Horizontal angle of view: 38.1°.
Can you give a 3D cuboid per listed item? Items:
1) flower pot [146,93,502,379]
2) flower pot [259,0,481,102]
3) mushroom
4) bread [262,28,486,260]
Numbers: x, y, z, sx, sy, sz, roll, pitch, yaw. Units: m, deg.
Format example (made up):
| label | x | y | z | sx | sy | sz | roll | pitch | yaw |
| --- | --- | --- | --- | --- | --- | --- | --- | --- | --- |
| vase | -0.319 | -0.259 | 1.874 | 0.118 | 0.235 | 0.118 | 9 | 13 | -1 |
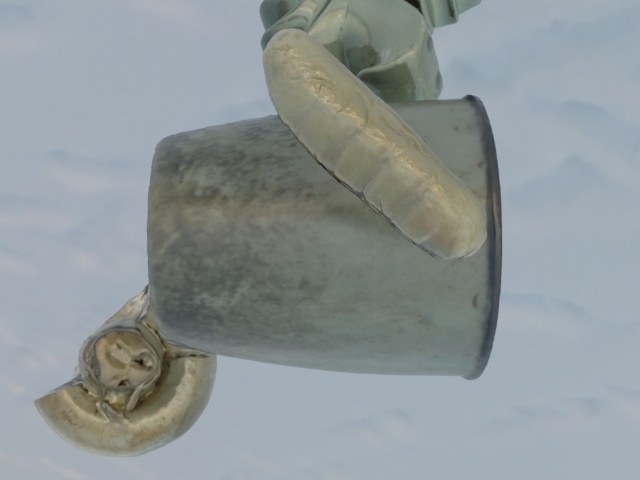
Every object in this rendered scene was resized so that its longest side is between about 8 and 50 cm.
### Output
| label | x | y | z | sx | sy | sz | roll | pitch | yaw |
| --- | --- | --- | --- | --- | --- | --- | --- | --- | --- |
| flower pot | 0.000 | 0.000 | 0.951 | 0.330 | 0.293 | 0.293 | -1 | 143 | -3 |
| flower pot | 0.063 | -0.305 | 1.219 | 0.254 | 0.367 | 0.164 | 3 | 138 | 26 |
| mushroom | -0.237 | 0.185 | 1.250 | 0.189 | 0.253 | 0.195 | 40 | 164 | -8 |
| bread | 0.031 | -0.062 | 0.667 | 0.214 | 0.053 | 0.073 | 44 | 144 | 1 |
